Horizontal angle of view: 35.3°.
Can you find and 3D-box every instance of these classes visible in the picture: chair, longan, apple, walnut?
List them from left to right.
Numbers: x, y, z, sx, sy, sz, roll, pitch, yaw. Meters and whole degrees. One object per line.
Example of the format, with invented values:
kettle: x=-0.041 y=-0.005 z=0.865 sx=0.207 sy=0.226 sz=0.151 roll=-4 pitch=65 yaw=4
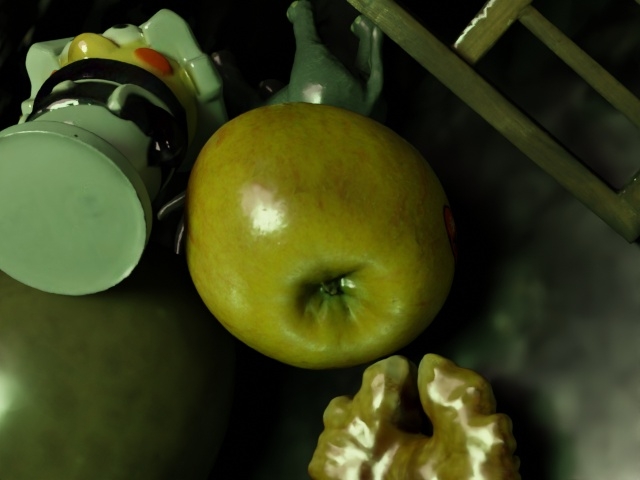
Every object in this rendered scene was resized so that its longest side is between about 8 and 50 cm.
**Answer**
longan: x=-0.205 y=0.115 z=0.748 sx=0.243 sy=0.300 sz=0.300 roll=144 pitch=139 yaw=-75
apple: x=0.000 y=0.000 z=0.663 sx=0.182 sy=0.182 sz=0.155 roll=-42 pitch=32 yaw=22
walnut: x=0.062 y=0.157 z=0.624 sx=0.143 sy=0.069 sz=0.170 roll=-9 pitch=70 yaw=37
chair: x=0.102 y=-0.225 z=0.679 sx=0.203 sy=0.416 sz=0.240 roll=-48 pitch=3 yaw=16

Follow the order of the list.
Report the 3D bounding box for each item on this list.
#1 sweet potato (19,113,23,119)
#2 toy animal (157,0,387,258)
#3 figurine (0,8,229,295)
sweet potato: x=-0.277 y=0.027 z=0.959 sx=0.112 sy=0.112 sz=0.359 roll=-27 pitch=60 yaw=32
toy animal: x=-0.047 y=-0.088 z=0.811 sx=0.269 sy=0.082 sz=0.137 roll=-34 pitch=52 yaw=32
figurine: x=-0.161 y=-0.071 z=0.712 sx=0.176 sy=0.133 sz=0.236 roll=-8 pitch=31 yaw=14
